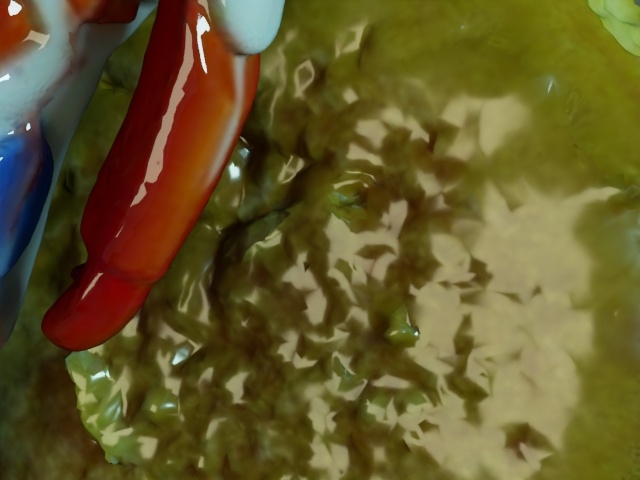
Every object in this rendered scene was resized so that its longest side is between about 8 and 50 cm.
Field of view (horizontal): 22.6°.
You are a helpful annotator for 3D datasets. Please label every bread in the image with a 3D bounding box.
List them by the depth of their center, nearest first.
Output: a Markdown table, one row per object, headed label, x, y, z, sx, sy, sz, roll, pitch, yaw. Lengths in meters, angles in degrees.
| label | x | y | z | sx | sy | sz | roll | pitch | yaw |
| --- | --- | --- | --- | --- | --- | --- | --- | --- | --- |
| bread | 0.000 | 0.000 | 0.500 | 0.268 | 0.145 | 0.268 | -1 | 88 | 20 |

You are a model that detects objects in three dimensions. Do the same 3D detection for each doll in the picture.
| label | x | y | z | sx | sy | sz | roll | pitch | yaw |
| --- | --- | --- | --- | --- | --- | --- | --- | --- | --- |
| doll | -0.085 | -0.072 | 0.423 | 0.188 | 0.099 | 0.384 | 42 | 108 | 25 |
